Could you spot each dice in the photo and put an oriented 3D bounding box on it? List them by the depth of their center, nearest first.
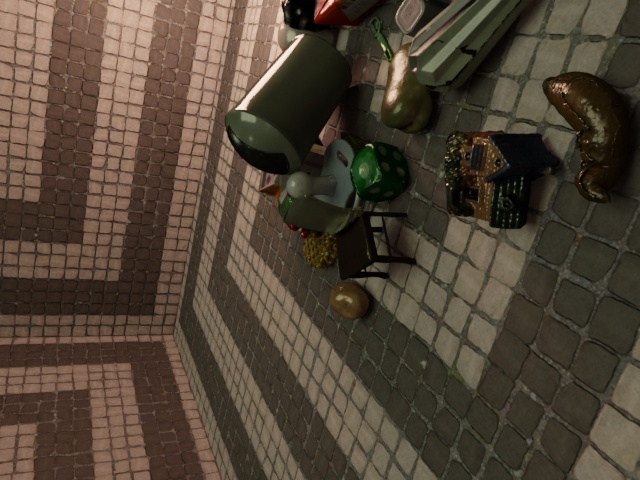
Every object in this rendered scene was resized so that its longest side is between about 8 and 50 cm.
[{"bbox_3d":[0.164,-0.190,1.404,0.131,0.120,0.128,-40,50,50],"label":"dice"}]

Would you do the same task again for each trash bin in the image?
[{"bbox_3d":[-0.106,-0.419,1.607,0.432,0.280,0.280,-58,22,-19],"label":"trash bin"}]

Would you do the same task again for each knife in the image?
[{"bbox_3d":[0.192,-0.617,1.529,0.054,0.015,0.212,-46,46,38],"label":"knife"}]

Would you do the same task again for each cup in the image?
[{"bbox_3d":[0.277,-0.564,1.250,0.128,0.129,0.095,-51,50,41],"label":"cup"}]

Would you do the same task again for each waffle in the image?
[{"bbox_3d":[0.000,0.000,1.725,0.193,0.070,0.197,1,86,61],"label":"waffle"}]

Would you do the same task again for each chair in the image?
[{"bbox_3d":[0.074,-0.002,1.329,0.160,0.319,0.186,-37,54,54],"label":"chair"}]

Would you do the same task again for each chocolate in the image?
[{"bbox_3d":[0.125,-0.888,1.541,0.341,0.161,0.360,-9,77,61],"label":"chocolate"}]

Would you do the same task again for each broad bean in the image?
[{"bbox_3d":[0.234,-0.404,1.338,0.189,0.121,0.263,-31,44,62],"label":"broad bean"}]

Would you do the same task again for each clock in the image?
[{"bbox_3d":[-0.112,-0.260,1.879,0.310,0.166,0.235,-57,38,29],"label":"clock"}]

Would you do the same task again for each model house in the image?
[{"bbox_3d":[0.362,-0.122,0.998,0.172,0.166,0.183,30,124,55],"label":"model house"}]

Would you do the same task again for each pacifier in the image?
[{"bbox_3d":[0.008,-0.162,1.551,0.244,0.233,0.299,-119,37,-46],"label":"pacifier"}]

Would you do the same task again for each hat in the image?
[{"bbox_3d":[0.129,-0.289,1.550,0.146,0.067,0.146,57,174,9],"label":"hat"}]

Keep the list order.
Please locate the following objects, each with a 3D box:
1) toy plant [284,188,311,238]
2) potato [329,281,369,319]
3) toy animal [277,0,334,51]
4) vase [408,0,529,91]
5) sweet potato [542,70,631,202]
[{"bbox_3d":[-0.071,-0.087,1.675,0.088,0.155,0.240,-19,48,12],"label":"toy plant"},{"bbox_3d":[0.084,0.177,1.512,0.147,0.112,0.112,14,98,54],"label":"potato"},{"bbox_3d":[-0.043,-0.782,1.797,0.267,0.212,0.213,102,155,-47],"label":"toy animal"},{"bbox_3d":[0.348,-0.486,1.088,0.360,0.165,0.165,-41,51,48],"label":"vase"},{"bbox_3d":[0.470,-0.206,0.874,0.124,0.098,0.310,126,143,-54],"label":"sweet potato"}]
